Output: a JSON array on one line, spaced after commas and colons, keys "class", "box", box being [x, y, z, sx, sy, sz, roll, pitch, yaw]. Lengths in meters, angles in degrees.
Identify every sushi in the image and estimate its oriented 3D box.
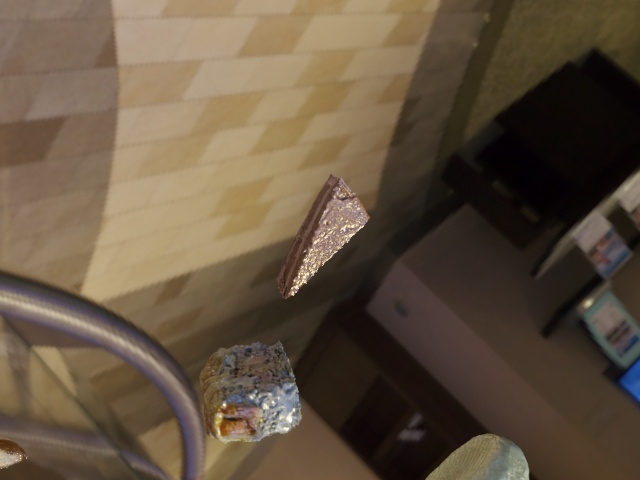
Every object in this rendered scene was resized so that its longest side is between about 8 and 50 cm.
[{"class": "sushi", "box": [-0.135, 0.285, 2.056, 0.184, 0.274, 0.139, -6, 113, -6]}]

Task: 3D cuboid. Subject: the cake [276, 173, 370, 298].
[{"class": "cake", "box": [0.000, 0.000, 2.381, 0.295, 0.113, 0.116, -57, -159, 9]}]

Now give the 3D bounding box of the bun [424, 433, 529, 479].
[{"class": "bun", "box": [0.239, 0.389, 1.636, 0.195, 0.118, 0.195, -42, -173, 7]}]

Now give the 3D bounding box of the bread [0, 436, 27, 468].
[{"class": "bread", "box": [-0.591, 0.372, 1.875, 0.126, 0.044, 0.129, -22, 158, 16]}]
